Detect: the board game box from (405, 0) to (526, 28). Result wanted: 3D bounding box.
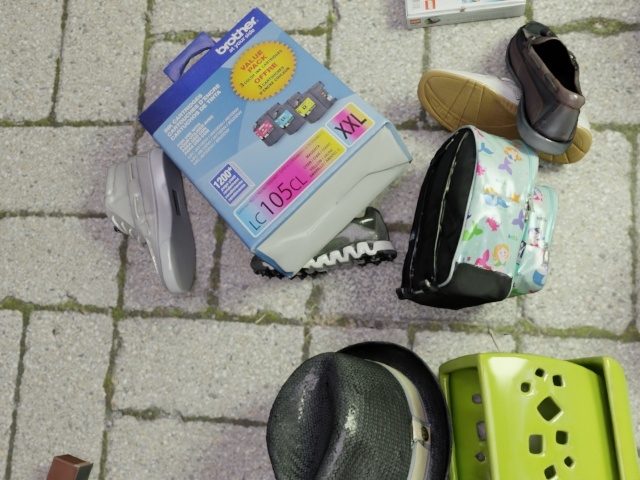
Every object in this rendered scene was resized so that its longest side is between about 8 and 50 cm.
[{"bbox_3d":[0.232,-0.515,1.223,0.193,0.053,0.305,-3,80,10],"label":"board game box"}]

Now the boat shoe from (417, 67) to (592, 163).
[{"bbox_3d":[0.287,-0.207,1.147,0.277,0.098,0.096,23,44,2],"label":"boat shoe"}]

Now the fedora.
[{"bbox_3d":[0.020,0.279,1.015,0.334,0.152,0.334,-24,49,30],"label":"fedora"}]

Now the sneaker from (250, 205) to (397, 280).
[{"bbox_3d":[0.000,0.000,1.172,0.234,0.078,0.106,-10,73,7],"label":"sneaker"}]

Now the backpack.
[{"bbox_3d":[0.227,-0.031,1.062,0.191,0.225,0.253,9,77,-11],"label":"backpack"}]

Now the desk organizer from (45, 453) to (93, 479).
[{"bbox_3d":[-0.423,0.419,1.190,0.050,0.047,0.130,16,84,14],"label":"desk organizer"}]

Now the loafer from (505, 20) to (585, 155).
[{"bbox_3d":[0.340,-0.246,1.064,0.109,0.095,0.302,18,45,-7],"label":"loafer"}]

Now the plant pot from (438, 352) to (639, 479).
[{"bbox_3d":[0.293,0.266,0.994,0.207,0.228,0.227,-3,77,-7],"label":"plant pot"}]

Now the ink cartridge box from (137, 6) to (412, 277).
[{"bbox_3d":[-0.095,-0.174,1.146,0.270,0.151,0.395,-44,59,0],"label":"ink cartridge box"}]

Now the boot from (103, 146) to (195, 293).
[{"bbox_3d":[-0.290,-0.024,1.225,0.123,0.095,0.258,-15,71,14],"label":"boot"}]
